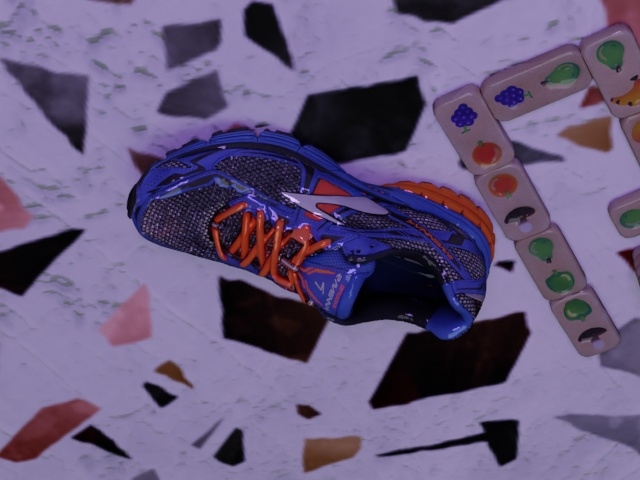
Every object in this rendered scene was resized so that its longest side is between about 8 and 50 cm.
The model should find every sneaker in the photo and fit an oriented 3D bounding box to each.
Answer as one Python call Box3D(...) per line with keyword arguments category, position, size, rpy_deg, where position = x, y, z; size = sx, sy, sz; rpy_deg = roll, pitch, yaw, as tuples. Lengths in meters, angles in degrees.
Box3D(category="sneaker", position=(0.000, 0.000, 0.824), size=(0.221, 0.087, 0.083), rpy_deg=(10, 130, -11))

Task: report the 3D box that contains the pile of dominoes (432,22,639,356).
Box3D(category="pile of dominoes", position=(0.205, -0.020, 0.845), size=(0.196, 0.040, 0.251), rpy_deg=(-23, 129, 18))
